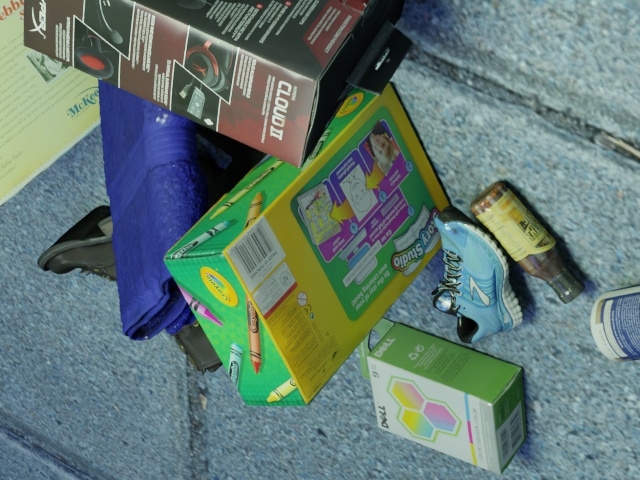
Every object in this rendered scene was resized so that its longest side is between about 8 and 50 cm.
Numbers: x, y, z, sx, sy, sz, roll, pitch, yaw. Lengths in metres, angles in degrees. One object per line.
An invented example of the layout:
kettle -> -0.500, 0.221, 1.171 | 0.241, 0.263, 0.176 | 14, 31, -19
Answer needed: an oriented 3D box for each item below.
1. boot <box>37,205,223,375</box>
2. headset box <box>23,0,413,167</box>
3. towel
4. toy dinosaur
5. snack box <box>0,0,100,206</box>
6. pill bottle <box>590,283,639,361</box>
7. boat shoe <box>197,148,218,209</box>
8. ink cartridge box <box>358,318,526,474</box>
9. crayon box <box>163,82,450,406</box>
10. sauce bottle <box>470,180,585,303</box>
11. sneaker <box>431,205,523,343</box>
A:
boot -> -0.193, 0.064, 1.898 | 0.263, 0.091, 0.229 | -21, 110, 49
headset box -> -0.067, -0.205, 1.377 | 0.293, 0.218, 0.110 | 24, 141, 9
towel -> -0.150, -0.077, 1.580 | 0.227, 0.076, 0.308 | 136, 129, -63
toy dinosaur -> -0.056, -0.031, 1.675 | 0.160, 0.121, 0.313 | -16, 82, 47
snack box -> -0.361, -0.127, 1.671 | 0.187, 0.322, 0.060 | 54, 144, -12
pill bottle -> 0.302, 0.068, 1.451 | 0.120, 0.067, 0.067 | -16, 114, 50
boat shoe -> -0.128, -0.050, 1.758 | 0.042, 0.049, 0.133 | -18, 118, 42
ink cartridge box -> 0.109, 0.156, 1.726 | 0.209, 0.062, 0.109 | 19, 138, 30
crayon box -> 0.000, 0.000, 1.491 | 0.081, 0.278, 0.165 | -4, 122, 43
sauce bottle -> 0.192, 0.003, 1.515 | 0.128, 0.042, 0.042 | 46, 144, -7
sneaker -> 0.138, 0.039, 1.547 | 0.063, 0.073, 0.162 | 44, 164, 51
